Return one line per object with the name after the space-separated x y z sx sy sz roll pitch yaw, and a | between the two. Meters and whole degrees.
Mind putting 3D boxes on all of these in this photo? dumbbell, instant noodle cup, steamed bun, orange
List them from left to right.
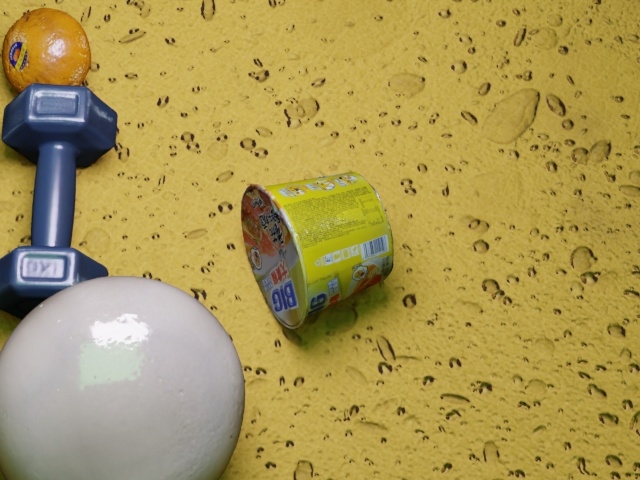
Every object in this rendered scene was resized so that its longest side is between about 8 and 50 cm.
-0.386 -0.264 1.970 0.118 0.135 0.135 -18 68 -49 | orange
-0.360 -0.051 1.878 0.144 0.156 0.316 -10 66 21 | dumbbell
-0.249 0.203 1.706 0.324 0.206 0.324 -1 95 -13 | steamed bun
0.000 0.000 1.876 0.153 0.205 0.205 -18 72 -20 | instant noodle cup
